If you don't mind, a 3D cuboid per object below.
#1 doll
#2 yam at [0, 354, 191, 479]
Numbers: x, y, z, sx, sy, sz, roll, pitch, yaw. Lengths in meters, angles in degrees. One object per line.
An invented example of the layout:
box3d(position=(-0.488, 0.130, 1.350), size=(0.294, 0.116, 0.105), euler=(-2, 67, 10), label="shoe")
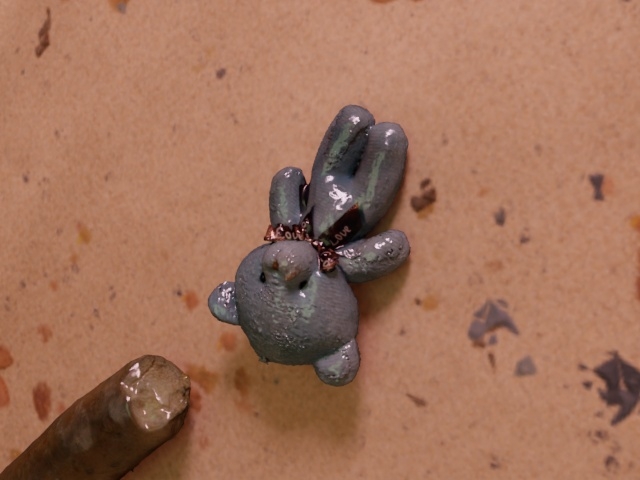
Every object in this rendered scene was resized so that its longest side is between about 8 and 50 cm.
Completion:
box3d(position=(-0.003, 0.001, 0.839), size=(0.120, 0.075, 0.179), euler=(28, 104, 25), label="doll")
box3d(position=(-0.214, 0.192, 0.975), size=(0.317, 0.067, 0.071), euler=(-40, 83, 27), label="yam")
